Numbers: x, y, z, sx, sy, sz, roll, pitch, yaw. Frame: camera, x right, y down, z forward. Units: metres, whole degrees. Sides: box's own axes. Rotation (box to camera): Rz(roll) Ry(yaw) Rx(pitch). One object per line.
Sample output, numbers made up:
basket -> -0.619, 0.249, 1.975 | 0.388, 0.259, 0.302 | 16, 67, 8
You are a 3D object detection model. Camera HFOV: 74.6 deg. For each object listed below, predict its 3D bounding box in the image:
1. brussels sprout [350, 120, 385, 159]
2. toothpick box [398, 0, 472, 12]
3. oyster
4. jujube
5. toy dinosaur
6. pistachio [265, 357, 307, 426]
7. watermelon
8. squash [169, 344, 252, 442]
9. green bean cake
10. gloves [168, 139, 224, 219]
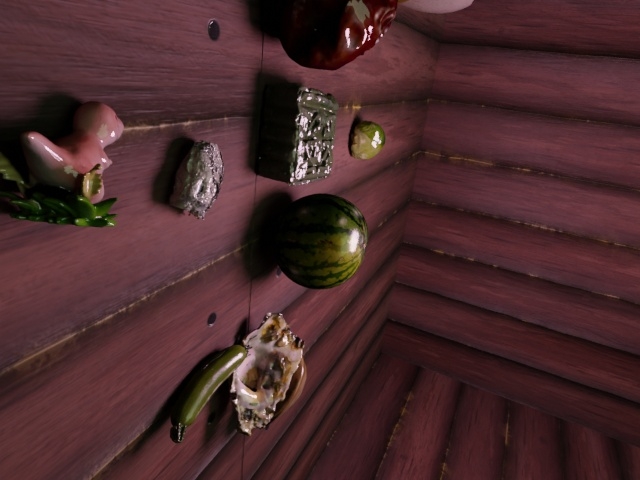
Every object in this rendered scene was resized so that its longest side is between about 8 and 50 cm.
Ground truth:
brussels sprout -> 0.191, -0.390, 1.645 | 0.151, 0.122, 0.149 | -28, 127, -63
toothpick box -> 0.269, -0.853, 1.112 | 0.409, 0.425, 0.409 | 23, 90, -84
oyster -> -0.183, 0.387, 1.247 | 0.201, 0.107, 0.355 | 32, 72, -28
jujube -> 0.047, -0.558, 0.992 | 0.377, 0.258, 0.258 | -60, 155, -28
toy dinosaur -> -0.325, -0.109, 0.567 | 0.194, 0.152, 0.177 | -9, 105, -74
pistachio -> -0.141, 0.475, 1.354 | 0.212, 0.162, 0.261 | -10, -126, 64
watermelon -> 0.000, 0.000, 1.235 | 0.285, 0.285, 0.285 | -49, 147, -47
squash -> -0.282, 0.355, 1.060 | 0.318, 0.080, 0.071 | -49, 156, -49
green bean cake -> -0.052, -0.285, 1.127 | 0.241, 0.132, 0.255 | -18, 122, -60
gloves -> -0.238, -0.122, 0.851 | 0.114, 0.070, 0.153 | 34, 71, -67
